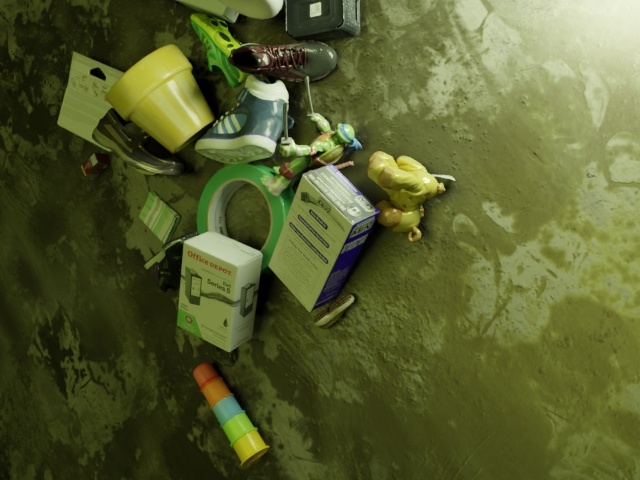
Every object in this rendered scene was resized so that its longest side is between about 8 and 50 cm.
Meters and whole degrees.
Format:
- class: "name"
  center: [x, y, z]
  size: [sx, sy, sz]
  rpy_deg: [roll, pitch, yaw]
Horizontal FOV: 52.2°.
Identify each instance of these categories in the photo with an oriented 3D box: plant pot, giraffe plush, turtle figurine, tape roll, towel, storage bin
- class: "plant pot"
  center: [-0.441, -0.393, 1.895]
  size: [0.254, 0.254, 0.239]
  rpy_deg: [-34, 100, 29]
- class: "giraffe plush"
  center: [0.195, -0.097, 1.572]
  size: [0.210, 0.181, 0.170]
  rpy_deg: [16, 115, -4]
- class: "turtle figurine"
  center: [-0.060, -0.258, 1.691]
  size: [0.266, 0.275, 0.197]
  rpy_deg: [-41, 36, 31]
- class: "tape roll"
  center: [-0.210, -0.058, 1.860]
  size: [0.321, 0.077, 0.321]
  rpy_deg: [2, 93, 32]
- class: "towel"
  center: [-0.518, -0.073, 2.087]
  size: [0.152, 0.023, 0.113]
  rpy_deg: [40, 111, 25]
- class: "storage bin"
  center: [0.005, -0.589, 1.699]
  size: [0.180, 0.084, 0.122]
  rpy_deg: [0, 92, 33]

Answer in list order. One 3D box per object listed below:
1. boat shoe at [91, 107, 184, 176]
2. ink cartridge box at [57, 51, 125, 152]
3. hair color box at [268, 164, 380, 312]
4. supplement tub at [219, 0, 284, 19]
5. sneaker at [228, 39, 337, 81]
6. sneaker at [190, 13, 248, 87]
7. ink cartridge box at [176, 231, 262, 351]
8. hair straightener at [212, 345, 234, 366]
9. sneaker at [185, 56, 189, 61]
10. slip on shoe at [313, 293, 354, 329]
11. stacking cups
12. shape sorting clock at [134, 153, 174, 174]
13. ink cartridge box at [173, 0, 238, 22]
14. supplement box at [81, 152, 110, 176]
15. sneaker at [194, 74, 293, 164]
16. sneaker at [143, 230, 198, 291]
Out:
- class: "boat shoe"
  center: [-0.554, -0.305, 1.992]
  size: [0.355, 0.132, 0.130]
  rpy_deg: [29, 105, 21]
- class: "ink cartridge box"
  center: [-0.744, -0.463, 2.191]
  size: [0.296, 0.066, 0.261]
  rpy_deg: [27, 106, 28]
- class: "hair color box"
  center: [0.000, 0.000, 1.644]
  size: [0.185, 0.110, 0.338]
  rpy_deg: [46, 138, 22]
- class: "supplement tub"
  center: [-0.146, -0.762, 1.661]
  size: [0.236, 0.235, 0.324]
  rpy_deg: [22, 82, 30]
- class: "sneaker"
  center: [-0.105, -0.458, 1.684]
  size: [0.282, 0.162, 0.106]
  rpy_deg: [0, 106, 10]
- class: "sneaker"
  center: [-0.301, -0.550, 1.876]
  size: [0.295, 0.109, 0.123]
  rpy_deg: [54, 128, 28]
- class: "ink cartridge box"
  center: [-0.281, 0.138, 1.808]
  size: [0.198, 0.115, 0.272]
  rpy_deg: [21, 117, 26]
- class: "hair straightener"
  center: [-0.300, 0.266, 1.954]
  size: [0.089, 0.047, 0.230]
  rpy_deg: [-14, 89, 32]
- class: "sneaker"
  center: [-0.478, -0.528, 2.023]
  size: [0.175, 0.064, 0.067]
  rpy_deg: [4, 102, 35]
- class: "slip on shoe"
  center: [0.042, 0.191, 1.731]
  size: [0.135, 0.051, 0.041]
  rpy_deg: [-39, 111, 19]
- class: "stacking cups"
  center: [-0.266, 0.497, 1.919]
  size: [0.096, 0.096, 0.316]
  rpy_deg: [-47, 64, 25]
- class: "shape sorting clock"
  center: [-0.543, -0.312, 2.083]
  size: [0.206, 0.040, 0.206]
  rpy_deg: [1, 93, 26]
- class: "ink cartridge box"
  center: [-0.312, -0.829, 1.893]
  size: [0.324, 0.071, 0.330]
  rpy_deg: [29, 95, 29]
- class: "supplement box"
  center: [-0.762, -0.256, 2.216]
  size: [0.083, 0.055, 0.043]
  rpy_deg: [-34, 74, 28]
- class: "sneaker"
  center: [-0.213, -0.349, 1.842]
  size: [0.323, 0.130, 0.236]
  rpy_deg: [2, 74, 46]
- class: "sneaker"
  center: [-0.425, 0.069, 1.978]
  size: [0.283, 0.107, 0.124]
  rpy_deg: [-34, 85, 50]
